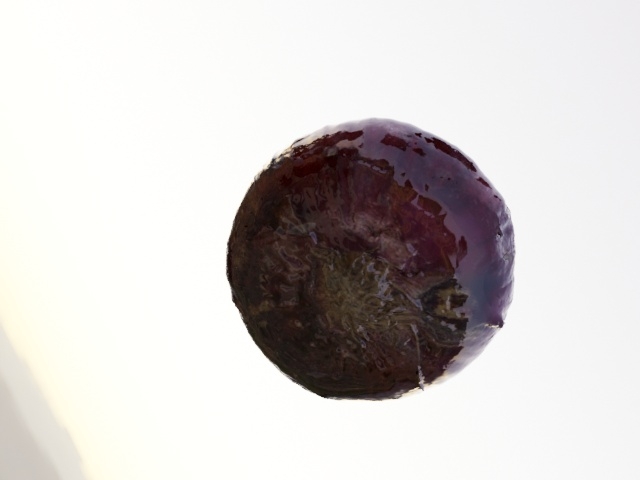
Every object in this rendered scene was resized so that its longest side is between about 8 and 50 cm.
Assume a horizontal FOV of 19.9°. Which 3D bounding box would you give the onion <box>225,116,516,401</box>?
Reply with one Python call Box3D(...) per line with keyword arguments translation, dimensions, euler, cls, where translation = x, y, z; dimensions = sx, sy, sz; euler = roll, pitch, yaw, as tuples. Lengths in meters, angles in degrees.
Box3D(translation=(0.043, 0.017, 1.517), dimensions=(0.246, 0.246, 0.190), euler=(64, 22, -4), cls="onion")
